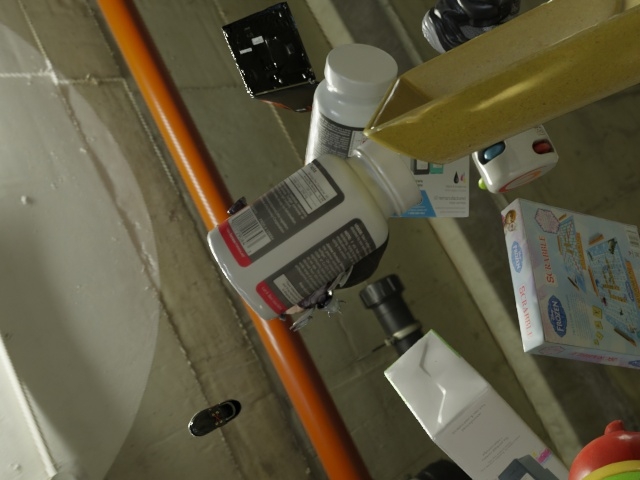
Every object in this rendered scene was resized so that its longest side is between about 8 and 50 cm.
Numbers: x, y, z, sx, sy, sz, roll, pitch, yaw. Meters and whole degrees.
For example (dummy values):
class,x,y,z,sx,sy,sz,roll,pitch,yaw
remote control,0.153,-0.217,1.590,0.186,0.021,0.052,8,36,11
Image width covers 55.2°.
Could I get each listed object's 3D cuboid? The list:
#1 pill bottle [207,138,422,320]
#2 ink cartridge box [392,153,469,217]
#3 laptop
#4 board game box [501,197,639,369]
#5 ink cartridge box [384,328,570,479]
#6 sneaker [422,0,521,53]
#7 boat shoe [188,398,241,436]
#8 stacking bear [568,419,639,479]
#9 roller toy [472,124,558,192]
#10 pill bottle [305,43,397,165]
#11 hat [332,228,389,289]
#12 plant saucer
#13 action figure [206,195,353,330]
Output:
class,x,y,z,sx,sy,sz,roll,pitch,yaw
pill bottle,-0.004,-0.028,0.983,0.176,0.319,0.176,56,179,1
ink cartridge box,0.210,-0.189,1.426,0.198,0.197,0.269,-2,-86,-28
laptop,-0.062,-0.401,1.393,0.137,0.234,0.264,-39,-64,-35
board game box,0.539,0.089,1.249,0.318,0.066,0.318,12,-122,-17
ink cartridge box,0.283,0.329,1.007,0.353,0.119,0.207,47,180,-23
sneaker,0.301,-0.328,0.963,0.269,0.153,0.101,29,-120,1
boat shoe,-0.218,0.365,1.271,0.133,0.042,0.048,-15,-104,-55
stacking bear,0.242,0.227,0.429,0.289,0.164,0.175,-17,-87,-71
roller toy,0.503,-0.225,1.592,0.191,0.210,0.146,45,-158,-77
pill bottle,0.060,-0.231,1.211,0.162,0.278,0.162,5,-131,-6
hat,0.000,0.000,1.514,0.332,0.134,0.331,11,-125,-17
plant saucer,0.235,-0.198,0.705,0.080,0.333,0.332,62,-157,-16
action figure,-0.064,0.044,1.134,0.285,0.099,0.185,40,-92,-4
